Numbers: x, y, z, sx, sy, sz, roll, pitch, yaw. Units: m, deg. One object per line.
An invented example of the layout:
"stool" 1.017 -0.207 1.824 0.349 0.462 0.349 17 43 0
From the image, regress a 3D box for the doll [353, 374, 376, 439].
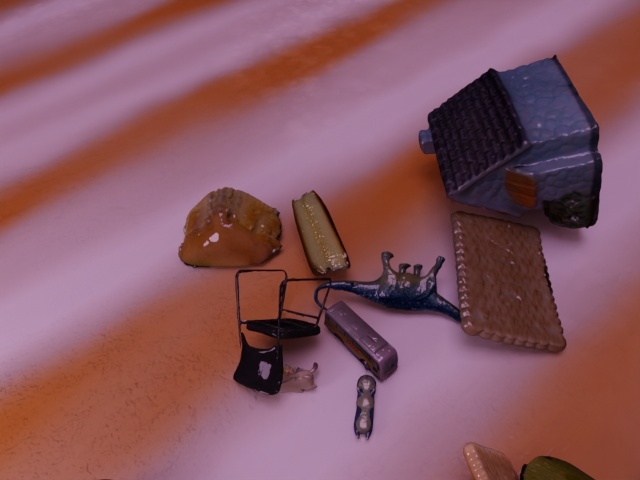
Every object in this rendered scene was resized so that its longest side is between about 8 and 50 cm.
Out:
"doll" 0.082 0.304 0.986 0.037 0.027 0.125 6 49 3

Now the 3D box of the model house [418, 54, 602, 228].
"model house" 0.410 -0.187 1.231 0.340 0.297 0.360 -9 47 9

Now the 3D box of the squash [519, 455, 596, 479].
"squash" 0.395 0.385 0.791 0.192 0.085 0.184 18 34 -12

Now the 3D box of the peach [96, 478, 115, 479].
"peach" -0.344 0.446 0.846 0.138 0.138 0.138 -3 48 4

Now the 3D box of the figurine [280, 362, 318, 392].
"figurine" -0.046 0.262 1.033 0.084 0.047 0.050 -7 33 10

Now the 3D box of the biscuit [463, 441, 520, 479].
"biscuit" 0.292 0.426 0.783 0.030 0.160 0.249 -37 47 20

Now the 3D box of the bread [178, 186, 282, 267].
"bread" -0.218 -0.041 1.257 0.252 0.132 0.174 -3 47 6

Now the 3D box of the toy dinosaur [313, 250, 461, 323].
"toy dinosaur" 0.173 0.098 1.125 0.363 0.076 0.147 10 62 7

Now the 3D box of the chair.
"chair" -0.081 0.174 1.056 0.140 0.220 0.145 6 1 42

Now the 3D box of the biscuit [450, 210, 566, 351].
"biscuit" 0.380 0.076 1.116 0.217 0.044 0.324 10 48 -5

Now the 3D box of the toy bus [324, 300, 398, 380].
"toy bus" 0.078 0.194 1.055 0.058 0.072 0.172 -32 53 -25

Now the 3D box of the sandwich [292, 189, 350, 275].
"sandwich" 0.000 0.000 1.231 0.090 0.088 0.244 -21 53 0
